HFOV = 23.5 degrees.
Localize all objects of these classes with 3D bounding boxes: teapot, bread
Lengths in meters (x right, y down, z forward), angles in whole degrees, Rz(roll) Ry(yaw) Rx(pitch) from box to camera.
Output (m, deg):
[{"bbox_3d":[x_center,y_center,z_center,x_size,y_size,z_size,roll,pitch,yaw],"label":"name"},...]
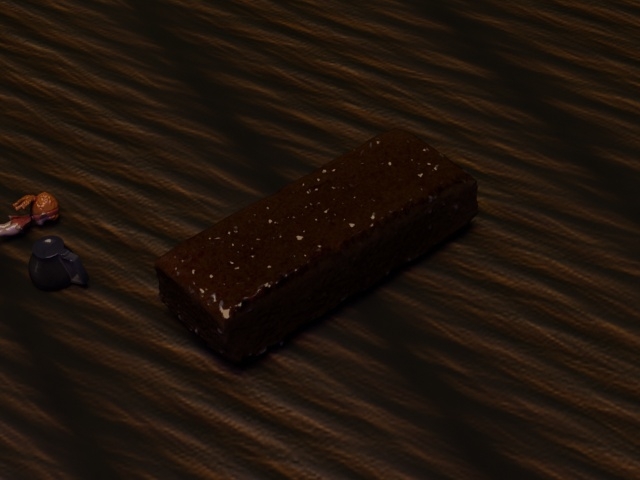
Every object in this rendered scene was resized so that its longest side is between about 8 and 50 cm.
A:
[{"bbox_3d":[-0.347,0.029,2.030,0.088,0.057,0.066,20,52,23],"label":"teapot"},{"bbox_3d":[0.000,0.000,1.991,0.416,0.113,0.165,-30,51,-24],"label":"bread"}]

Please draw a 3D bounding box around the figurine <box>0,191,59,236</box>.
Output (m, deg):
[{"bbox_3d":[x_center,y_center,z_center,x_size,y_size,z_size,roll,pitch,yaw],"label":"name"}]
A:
[{"bbox_3d":[-0.411,-0.030,2.105,0.109,0.047,0.064,-28,26,-12],"label":"figurine"}]
